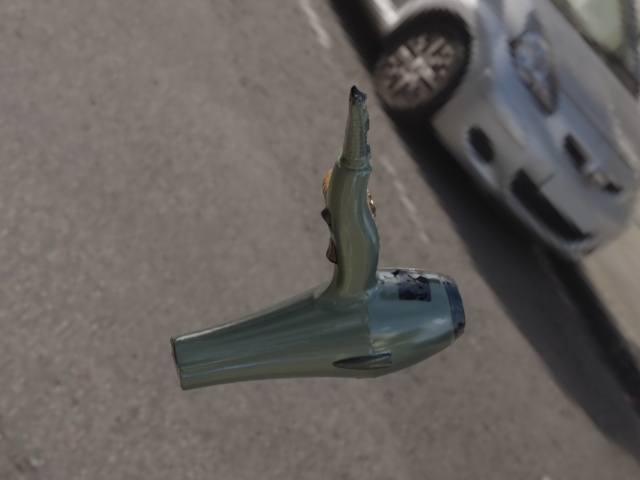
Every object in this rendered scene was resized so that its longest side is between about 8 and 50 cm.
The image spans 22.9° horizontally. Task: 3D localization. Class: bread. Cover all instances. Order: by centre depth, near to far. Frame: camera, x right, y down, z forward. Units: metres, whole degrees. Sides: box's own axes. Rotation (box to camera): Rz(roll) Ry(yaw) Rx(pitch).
[{"bbox_3d":[0.031,-0.048,1.756,0.157,0.052,0.044,-104,-165,-74],"label":"bread"}]

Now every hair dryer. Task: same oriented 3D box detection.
[{"bbox_3d":[-0.028,0.024,1.187,0.092,0.229,0.267,-110,173,-49],"label":"hair dryer"}]
